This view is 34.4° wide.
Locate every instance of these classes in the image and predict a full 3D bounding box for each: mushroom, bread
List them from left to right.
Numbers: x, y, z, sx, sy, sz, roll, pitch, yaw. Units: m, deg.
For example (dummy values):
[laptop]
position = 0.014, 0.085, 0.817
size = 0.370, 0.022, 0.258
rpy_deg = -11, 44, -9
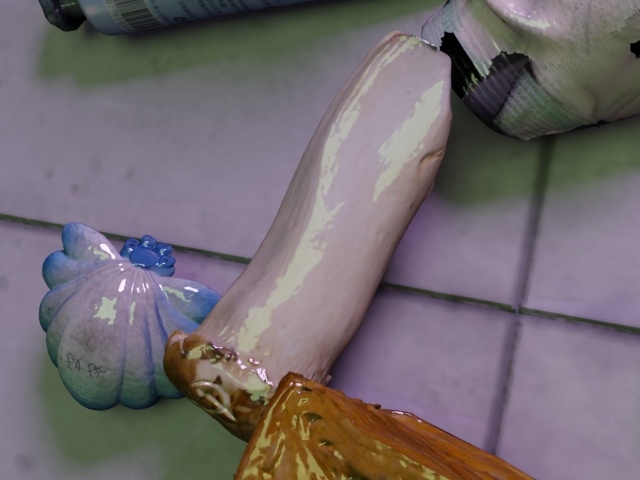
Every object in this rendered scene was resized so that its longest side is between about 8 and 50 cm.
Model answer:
[mushroom]
position = 0.000, 0.000, 0.498
size = 0.084, 0.071, 0.209
rpy_deg = 29, 96, -2
[bread]
position = 0.036, 0.153, 0.451
size = 0.158, 0.143, 0.149
rpy_deg = 20, 88, 24

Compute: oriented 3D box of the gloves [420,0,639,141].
[gloves]
position = 0.154, -0.136, 0.475
size = 0.212, 0.111, 0.127
rpy_deg = -42, 51, 29

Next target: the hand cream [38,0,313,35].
[hand cream]
position = -0.030, -0.157, 0.564
size = 0.271, 0.091, 0.058
rpy_deg = -6, 47, 21

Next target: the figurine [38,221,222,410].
[figurine]
position = -0.108, 0.051, 0.558
size = 0.114, 0.079, 0.114
rpy_deg = 6, 119, 11
